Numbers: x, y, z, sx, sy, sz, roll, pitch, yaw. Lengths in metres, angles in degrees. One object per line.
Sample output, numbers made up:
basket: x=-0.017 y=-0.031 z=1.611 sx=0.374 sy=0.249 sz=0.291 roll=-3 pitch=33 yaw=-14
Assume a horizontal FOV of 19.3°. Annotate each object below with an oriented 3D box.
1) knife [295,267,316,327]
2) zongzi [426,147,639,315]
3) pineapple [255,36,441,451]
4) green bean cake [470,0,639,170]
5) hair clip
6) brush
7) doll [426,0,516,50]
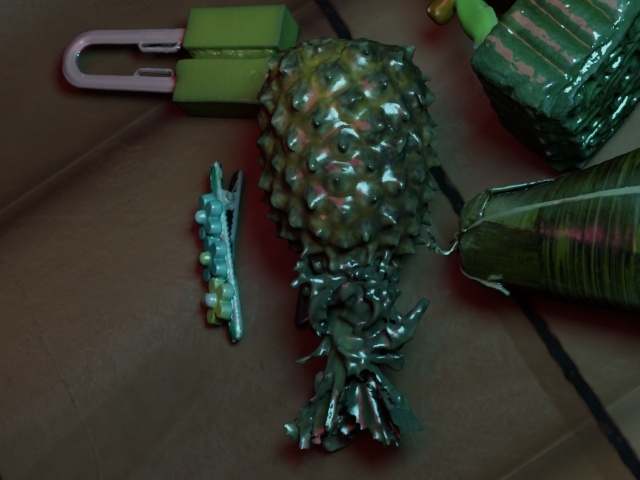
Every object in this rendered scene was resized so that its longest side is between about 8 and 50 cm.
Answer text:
knife: x=0.000 y=0.000 z=1.723 sx=0.023 sy=0.010 sz=0.170 roll=3 pitch=70 yaw=20
zongzi: x=0.245 y=-0.048 z=1.622 sx=0.248 sy=0.111 sz=0.241 roll=9 pitch=56 yaw=25
pineapple: x=0.023 y=0.004 z=1.646 sx=0.175 sy=0.175 sz=0.361 roll=0 pitch=85 yaw=18
green bean cake: x=0.227 y=-0.161 z=1.614 sx=0.094 sy=0.181 sz=0.173 roll=39 pitch=84 yaw=24
hair clip: x=-0.094 y=0.011 z=1.736 sx=0.049 sy=0.049 sz=0.173 roll=-8 pitch=70 yaw=15
brush: x=-0.142 y=-0.172 z=1.814 sx=0.233 sy=0.047 sz=0.103 roll=2 pitch=72 yaw=20
doll: x=0.154 y=-0.286 z=1.678 sx=0.213 sy=0.213 sz=0.236 roll=31 pitch=89 yaw=25
